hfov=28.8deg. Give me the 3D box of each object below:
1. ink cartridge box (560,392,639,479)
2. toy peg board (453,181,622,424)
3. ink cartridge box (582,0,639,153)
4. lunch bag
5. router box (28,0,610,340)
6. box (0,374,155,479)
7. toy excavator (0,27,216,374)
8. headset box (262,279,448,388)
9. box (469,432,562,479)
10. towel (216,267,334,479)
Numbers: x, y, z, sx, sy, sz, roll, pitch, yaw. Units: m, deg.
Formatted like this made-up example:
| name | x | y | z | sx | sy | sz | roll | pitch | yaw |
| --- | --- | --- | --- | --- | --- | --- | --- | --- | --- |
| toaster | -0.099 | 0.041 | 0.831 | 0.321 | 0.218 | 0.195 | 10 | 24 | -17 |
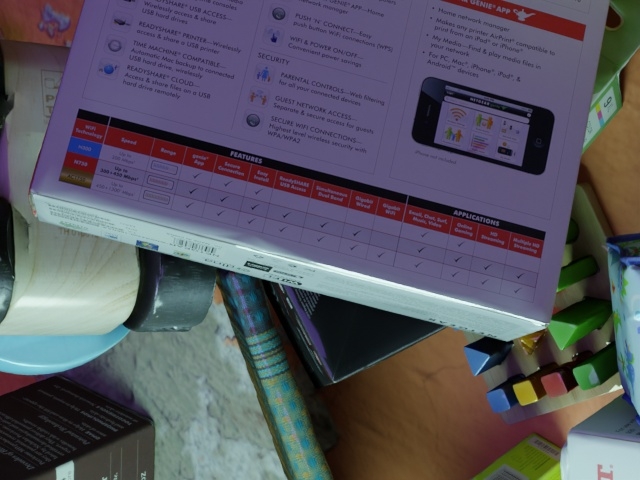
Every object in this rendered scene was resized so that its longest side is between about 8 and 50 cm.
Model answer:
| name | x | y | z | sx | sy | sz | roll | pitch | yaw |
| --- | --- | --- | --- | --- | --- | --- | --- | --- | --- |
| ink cartridge box | 0.328 | 0.231 | 0.869 | 0.289 | 0.121 | 0.211 | 5 | 106 | 38 |
| toy peg board | 0.163 | 0.061 | 0.985 | 0.161 | 0.079 | 0.161 | -27 | 85 | 40 |
| ink cartridge box | 0.151 | -0.104 | 0.932 | 0.109 | 0.062 | 0.209 | 39 | 89 | 24 |
| lunch bag | 0.285 | 0.056 | 0.869 | 0.151 | 0.096 | 0.129 | -7 | 101 | 3 |
| router box | 0.012 | -0.120 | 0.825 | 0.082 | 0.335 | 0.301 | 130 | 154 | -75 |
| box | -0.310 | 0.273 | 1.349 | 0.167 | 0.203 | 0.168 | 19 | 115 | 34 |
| toy excavator | -0.306 | -0.072 | 1.169 | 0.445 | 0.222 | 0.433 | -30 | 63 | 55 |
| headset box | 0.000 | 0.000 | 0.998 | 0.218 | 0.110 | 0.293 | 63 | 174 | 5 |
| box | 0.142 | 0.258 | 1.038 | 0.042 | 0.109 | 0.178 | 29 | 119 | 28 |
| towel | -0.013 | 0.188 | 1.071 | 0.271 | 0.040 | 0.370 | -168 | 58 | -81 |
